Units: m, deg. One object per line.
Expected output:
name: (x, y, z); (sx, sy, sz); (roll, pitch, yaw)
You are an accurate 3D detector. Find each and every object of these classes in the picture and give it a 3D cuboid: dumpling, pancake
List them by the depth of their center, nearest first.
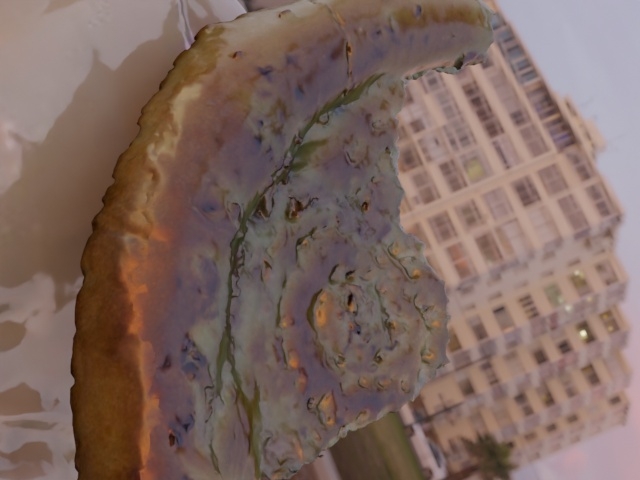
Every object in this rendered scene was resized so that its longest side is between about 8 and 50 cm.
pancake: (0.003, -0.002, 0.472); (0.197, 0.054, 0.376); (41, 56, -26)
dumpling: (-0.134, -0.013, 0.544); (0.395, 0.233, 0.315); (-18, 80, -58)
